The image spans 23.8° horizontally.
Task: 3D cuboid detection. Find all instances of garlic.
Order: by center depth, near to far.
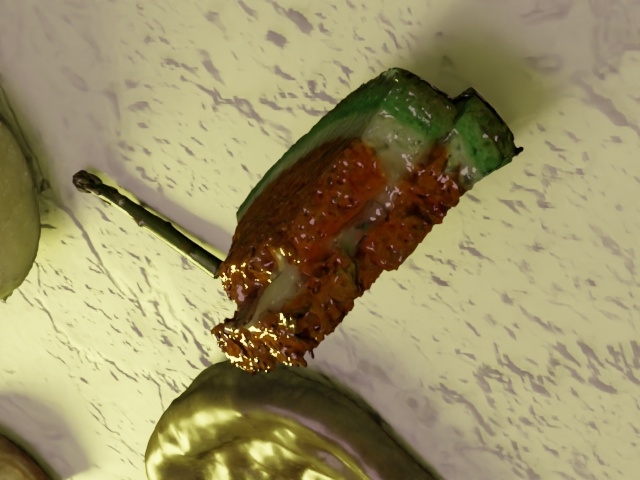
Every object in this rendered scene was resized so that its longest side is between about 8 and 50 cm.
[{"bbox_3d":[-0.323,0.219,1.364,0.195,0.087,0.101,-16,124,46],"label":"garlic"}]

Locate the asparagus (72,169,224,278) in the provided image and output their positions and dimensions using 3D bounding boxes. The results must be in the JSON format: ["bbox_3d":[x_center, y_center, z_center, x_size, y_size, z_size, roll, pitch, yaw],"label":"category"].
[{"bbox_3d":[-0.116,-0.012,1.018,0.127,0.018,0.015,32,105,17],"label":"asparagus"}]

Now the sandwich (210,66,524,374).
[{"bbox_3d":[0.000,-0.008,0.814,0.079,0.159,0.235,45,162,-5],"label":"sandwich"}]

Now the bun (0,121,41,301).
[{"bbox_3d":[-0.303,-0.033,1.079,0.220,0.134,0.220,23,132,28],"label":"bun"}]

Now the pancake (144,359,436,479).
[{"bbox_3d":[-0.016,0.205,1.091,0.294,0.049,0.294,24,135,27],"label":"pancake"}]
